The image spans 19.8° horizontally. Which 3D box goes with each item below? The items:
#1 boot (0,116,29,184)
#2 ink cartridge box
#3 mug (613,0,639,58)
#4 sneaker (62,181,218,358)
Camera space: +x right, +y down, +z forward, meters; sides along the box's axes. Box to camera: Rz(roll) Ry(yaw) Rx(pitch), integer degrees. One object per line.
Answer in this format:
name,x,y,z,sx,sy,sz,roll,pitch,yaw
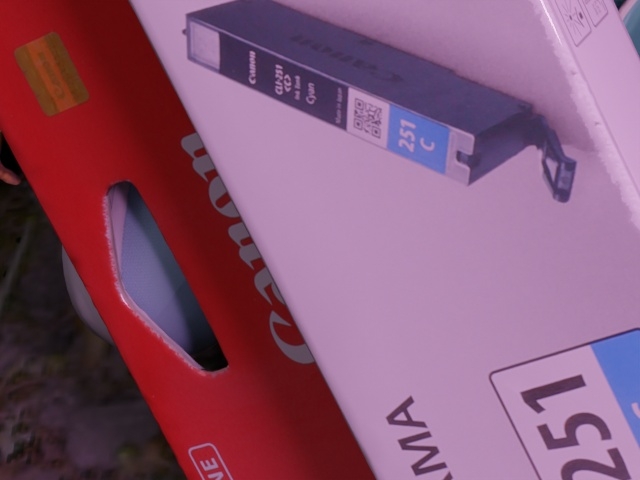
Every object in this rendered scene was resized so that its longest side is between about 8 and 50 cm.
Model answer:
boot,-0.183,-0.045,0.875,0.264,0.096,0.280,-54,29,-12
ink cartridge box,0.000,0.000,0.662,0.261,0.066,0.296,-20,103,31
mug,0.149,-0.059,0.685,0.129,0.097,0.158,-50,51,7
sneaker,0.032,-0.093,0.756,0.150,0.135,0.366,33,91,47
